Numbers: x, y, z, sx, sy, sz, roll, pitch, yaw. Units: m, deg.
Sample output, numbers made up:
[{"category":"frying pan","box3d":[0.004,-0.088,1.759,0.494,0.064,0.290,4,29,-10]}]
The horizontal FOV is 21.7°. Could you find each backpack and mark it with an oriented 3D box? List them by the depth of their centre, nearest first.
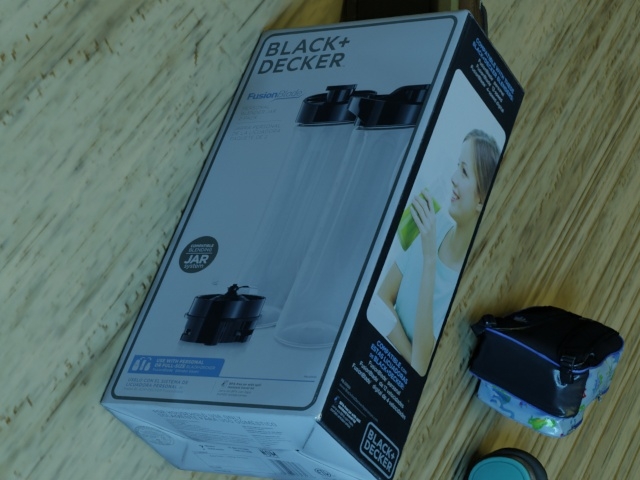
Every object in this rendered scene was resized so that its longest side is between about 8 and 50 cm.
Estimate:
[{"category":"backpack","box3d":[0.184,0.102,1.357,0.114,0.105,0.084,-21,130,-54]}]

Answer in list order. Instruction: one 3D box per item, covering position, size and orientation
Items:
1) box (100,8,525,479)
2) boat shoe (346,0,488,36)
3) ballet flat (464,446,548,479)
[{"category":"box","box3d":[0.000,0.000,1.031,0.087,0.169,0.290,48,54,-41]},{"category":"boat shoe","box3d":[0.073,-0.067,1.181,0.104,0.110,0.307,27,69,-51]},{"category":"ballet flat","box3d":[0.152,0.307,1.323,0.096,0.095,0.280,33,63,-64]}]
